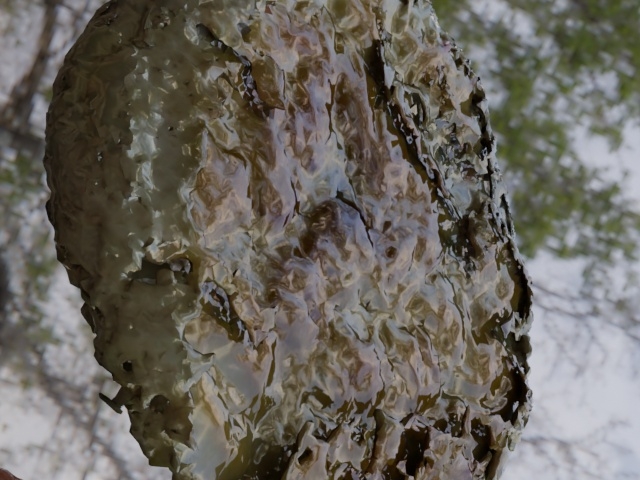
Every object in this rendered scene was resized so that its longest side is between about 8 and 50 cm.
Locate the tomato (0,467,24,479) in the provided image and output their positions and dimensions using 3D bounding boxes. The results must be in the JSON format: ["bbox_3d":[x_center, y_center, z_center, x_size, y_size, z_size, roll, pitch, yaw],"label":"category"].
[{"bbox_3d":[-0.218,0.250,0.661,0.293,0.290,0.325,-54,-139,38],"label":"tomato"}]

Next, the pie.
[{"bbox_3d":[0.000,0.000,0.589,0.055,0.274,0.274,-14,-127,36],"label":"pie"}]
